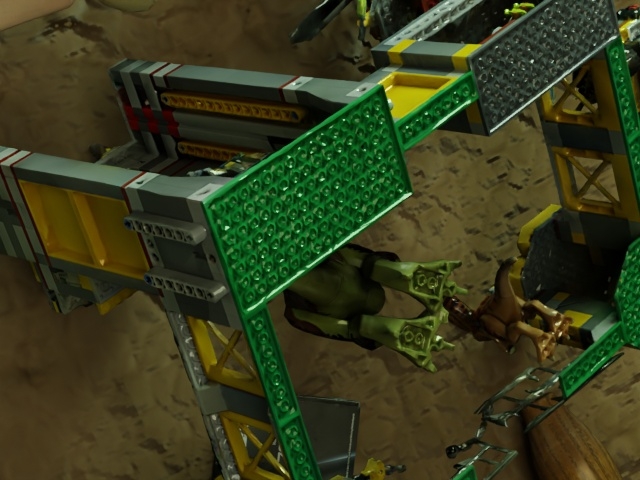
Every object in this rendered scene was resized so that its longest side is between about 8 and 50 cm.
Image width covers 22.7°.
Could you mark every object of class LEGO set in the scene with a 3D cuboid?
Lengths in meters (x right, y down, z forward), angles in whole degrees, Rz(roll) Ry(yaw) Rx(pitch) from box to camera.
[{"bbox_3d":[0.000,0.000,0.715,0.331,0.192,0.255,-44,125,-29],"label":"LEGO set"}]

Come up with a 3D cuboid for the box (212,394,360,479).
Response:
[{"bbox_3d":[-0.018,0.115,0.764,0.067,0.018,0.083,9,86,-23],"label":"box"}]

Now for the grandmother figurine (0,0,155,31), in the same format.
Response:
[{"bbox_3d":[-0.245,-0.098,0.608,0.342,0.104,0.208,-27,91,-24],"label":"grandmother figurine"}]

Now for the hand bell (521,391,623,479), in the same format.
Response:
[{"bbox_3d":[0.170,0.187,0.811,0.126,0.126,0.242,-26,87,-21],"label":"hand bell"}]
